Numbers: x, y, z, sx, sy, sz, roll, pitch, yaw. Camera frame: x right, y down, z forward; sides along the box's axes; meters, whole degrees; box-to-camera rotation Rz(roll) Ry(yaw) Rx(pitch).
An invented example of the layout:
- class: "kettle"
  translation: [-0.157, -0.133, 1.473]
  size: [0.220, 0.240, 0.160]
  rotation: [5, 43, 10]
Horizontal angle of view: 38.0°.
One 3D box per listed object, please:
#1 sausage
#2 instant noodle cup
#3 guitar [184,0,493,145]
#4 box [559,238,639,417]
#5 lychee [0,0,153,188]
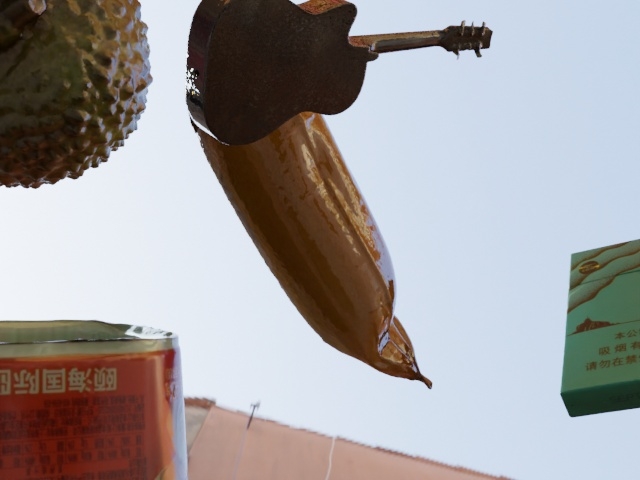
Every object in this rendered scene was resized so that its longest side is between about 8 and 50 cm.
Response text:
- class: "sausage"
  translation: [0.000, -0.001, 0.775]
  size: [0.112, 0.112, 0.328]
  rotation: [-29, -72, 1]
- class: "instant noodle cup"
  translation: [-0.216, 0.216, 0.682]
  size: [0.294, 0.294, 0.307]
  rotation: [0, -92, -1]
- class: "guitar"
  translation: [0.023, -0.114, 0.563]
  size: [0.233, 0.025, 0.088]
  rotation: [-13, -56, -35]
- class: "box"
  translation: [0.326, 0.074, 0.928]
  size: [0.161, 0.226, 0.042]
  rotation: [-13, -60, 27]
- class: "lychee"
  translation: [-0.298, -0.180, 0.931]
  size: [0.270, 0.320, 0.269]
  rotation: [-1, -87, -26]
